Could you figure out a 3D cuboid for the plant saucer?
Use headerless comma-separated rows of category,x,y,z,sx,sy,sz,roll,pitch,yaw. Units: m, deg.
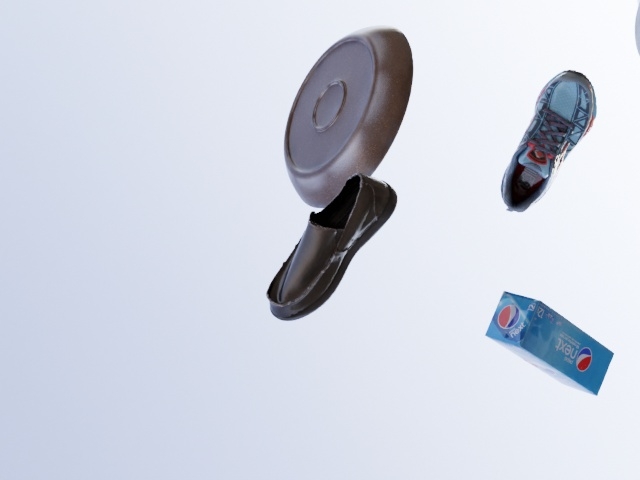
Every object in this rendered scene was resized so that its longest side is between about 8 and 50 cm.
plant saucer,0.029,-0.204,1.599,0.050,0.310,0.311,23,-138,-31

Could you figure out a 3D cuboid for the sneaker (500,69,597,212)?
sneaker,0.378,-0.153,1.684,0.104,0.262,0.125,24,-151,9

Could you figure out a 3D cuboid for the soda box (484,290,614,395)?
soda box,0.325,0.147,1.432,0.210,0.067,0.071,32,-101,-38

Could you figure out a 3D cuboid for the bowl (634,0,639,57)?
bowl,0.376,-0.262,0.827,0.297,0.298,0.134,10,-129,-37

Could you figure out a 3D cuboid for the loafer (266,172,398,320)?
loafer,0.000,0.000,1.265,0.078,0.220,0.080,40,176,-42
